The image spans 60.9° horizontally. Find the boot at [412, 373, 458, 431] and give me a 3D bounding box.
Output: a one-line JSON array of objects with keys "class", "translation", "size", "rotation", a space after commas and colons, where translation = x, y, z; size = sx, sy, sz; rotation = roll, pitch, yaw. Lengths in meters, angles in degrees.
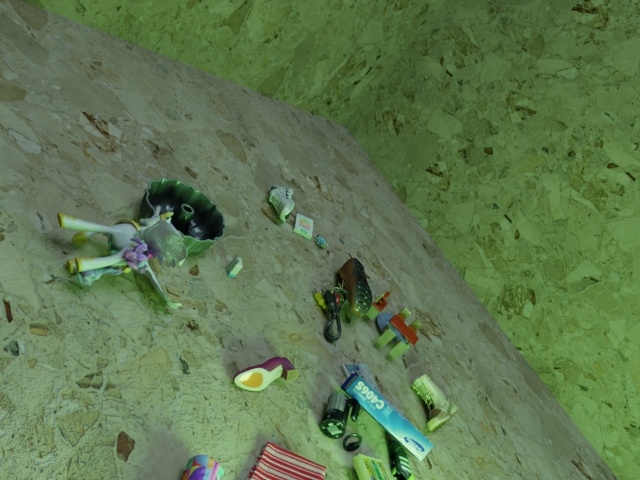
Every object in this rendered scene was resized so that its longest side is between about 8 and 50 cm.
[{"class": "boot", "translation": [0.454, 0.663, 2.249], "size": [0.203, 0.095, 0.262], "rotation": [51, 26, 18]}]

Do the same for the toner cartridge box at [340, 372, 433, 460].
[{"class": "toner cartridge box", "translation": [0.229, 0.620, 1.936], "size": [0.348, 0.075, 0.165], "rotation": [42, -11, 4]}]

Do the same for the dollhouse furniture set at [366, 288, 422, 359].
[{"class": "dollhouse furniture set", "translation": [0.335, 0.360, 2.431], "size": [0.259, 0.135, 0.262], "rotation": [45, 28, 8]}]

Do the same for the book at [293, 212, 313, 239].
[{"class": "book", "translation": [-0.087, -0.071, 2.710], "size": [0.096, 0.035, 0.144], "rotation": [28, 30, -17]}]

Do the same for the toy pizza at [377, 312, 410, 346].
[{"class": "toy pizza", "translation": [0.339, 0.422, 2.531], "size": [0.201, 0.032, 0.201], "rotation": [30, 29, -19]}]

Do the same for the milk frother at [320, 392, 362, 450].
[{"class": "milk frother", "translation": [0.079, 0.615, 1.839], "size": [0.135, 0.129, 0.143], "rotation": [-63, 146, -63]}]

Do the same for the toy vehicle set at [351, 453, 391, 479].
[{"class": "toy vehicle set", "translation": [0.197, 0.807, 1.697], "size": [0.166, 0.035, 0.267], "rotation": [38, 21, -49]}]

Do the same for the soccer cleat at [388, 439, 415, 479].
[{"class": "soccer cleat", "translation": [0.271, 0.775, 1.877], "size": [0.072, 0.060, 0.179], "rotation": [12, 41, -39]}]

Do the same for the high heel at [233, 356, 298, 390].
[{"class": "high heel", "translation": [-0.196, 0.424, 1.787], "size": [0.244, 0.082, 0.117], "rotation": [-4, 17, -38]}]

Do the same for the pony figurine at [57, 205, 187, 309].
[{"class": "pony figurine", "translation": [-0.573, 0.030, 1.670], "size": [0.363, 0.303, 0.351], "rotation": [-10, 51, -37]}]

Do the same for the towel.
[{"class": "towel", "translation": [-0.106, 0.675, 1.472], "size": [0.199, 0.031, 0.275], "rotation": [21, 25, 8]}]

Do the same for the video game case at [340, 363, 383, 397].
[{"class": "video game case", "translation": [0.161, 0.549, 2.113], "size": [0.143, 0.019, 0.157], "rotation": [12, 39, -44]}]

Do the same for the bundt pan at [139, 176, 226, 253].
[{"class": "bundt pan", "translation": [-0.523, -0.077, 2.020], "size": [0.331, 0.124, 0.331], "rotation": [33, 28, -20]}]

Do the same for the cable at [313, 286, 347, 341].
[{"class": "cable", "translation": [0.058, 0.304, 2.283], "size": [0.139, 0.072, 0.287], "rotation": [0, 49, -15]}]

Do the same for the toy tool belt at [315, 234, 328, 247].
[{"class": "toy tool belt", "translation": [0.000, 0.000, 2.692], "size": [0.083, 0.052, 0.051], "rotation": [54, 20, 24]}]

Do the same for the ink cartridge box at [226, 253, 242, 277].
[{"class": "ink cartridge box", "translation": [-0.323, 0.095, 2.073], "size": [0.028, 0.083, 0.048], "rotation": [22, 33, -35]}]

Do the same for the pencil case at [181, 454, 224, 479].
[{"class": "pencil case", "translation": [-0.298, 0.627, 1.286], "size": [0.104, 0.104, 0.236], "rotation": [34, 26, -15]}]

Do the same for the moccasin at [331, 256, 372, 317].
[{"class": "moccasin", "translation": [0.138, 0.220, 2.468], "size": [0.139, 0.147, 0.380], "rotation": [46, 17, -31]}]

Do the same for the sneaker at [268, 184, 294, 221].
[{"class": "sneaker", "translation": [-0.198, -0.186, 2.664], "size": [0.118, 0.110, 0.292], "rotation": [23, 23, -18]}]
